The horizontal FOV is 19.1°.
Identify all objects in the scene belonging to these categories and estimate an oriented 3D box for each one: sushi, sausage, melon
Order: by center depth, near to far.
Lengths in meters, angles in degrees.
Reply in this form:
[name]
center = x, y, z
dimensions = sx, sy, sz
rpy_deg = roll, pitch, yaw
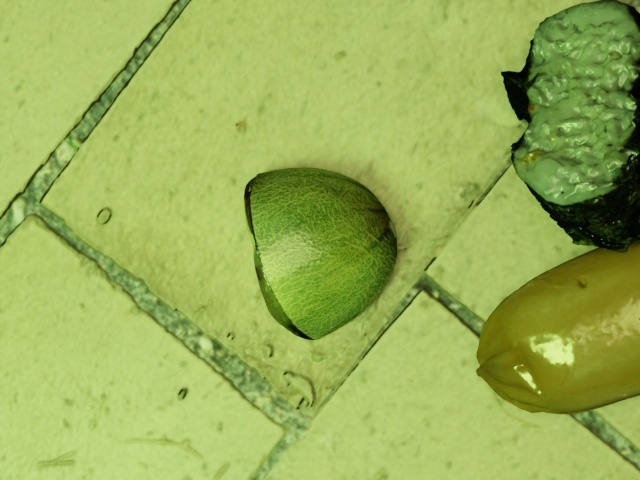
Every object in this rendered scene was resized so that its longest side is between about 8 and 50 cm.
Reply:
[sushi]
center = 0.228, -0.094, 1.622
dimensions = 0.147, 0.115, 0.212
rpy_deg = -10, 56, 23
[sausage]
center = 0.295, 0.052, 1.625
dimensions = 0.354, 0.116, 0.134
rpy_deg = -26, 94, 9
[melon]
center = 0.000, 0.000, 1.688
dimensions = 0.128, 0.079, 0.160
rpy_deg = -20, 84, 9
